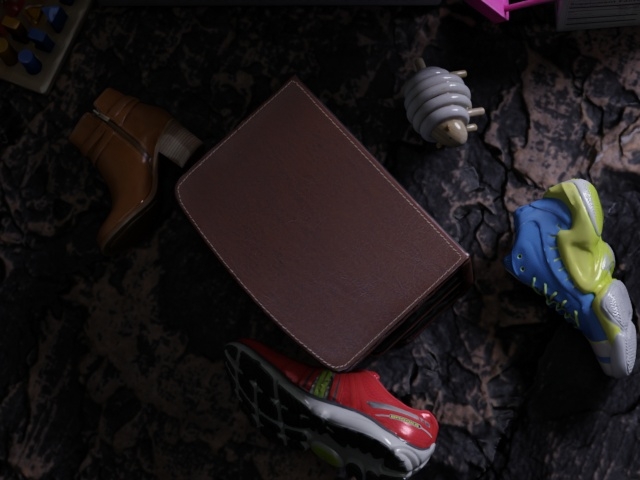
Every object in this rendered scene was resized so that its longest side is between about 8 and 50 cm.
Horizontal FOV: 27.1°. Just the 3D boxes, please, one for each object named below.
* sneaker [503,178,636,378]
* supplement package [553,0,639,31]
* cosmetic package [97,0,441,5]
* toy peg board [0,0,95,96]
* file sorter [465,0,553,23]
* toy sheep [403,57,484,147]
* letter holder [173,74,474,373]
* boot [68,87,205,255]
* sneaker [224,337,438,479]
[{"bbox_3d":[0.289,0.054,1.558,0.126,0.091,0.240,-16,74,21],"label":"sneaker"},{"bbox_3d":[0.383,-0.411,1.624,0.204,0.145,0.262,-4,76,6],"label":"supplement package"},{"bbox_3d":[-0.076,-0.405,1.633,0.453,0.230,0.162,1,75,6],"label":"cosmetic package"},{"bbox_3d":[-0.401,-0.295,1.717,0.160,0.079,0.161,21,79,11],"label":"toy peg board"},{"bbox_3d":[0.230,-0.427,1.480,0.182,0.202,0.291,-7,75,32],"label":"file sorter"},{"bbox_3d":[0.145,-0.169,1.623,0.091,0.091,0.132,-23,61,0],"label":"toy sheep"},{"bbox_3d":[0.000,0.000,1.561,0.214,0.152,0.302,-42,75,-3],"label":"letter holder"},{"bbox_3d":[-0.257,-0.088,1.654,0.152,0.073,0.197,32,69,12],"label":"boot"},{"bbox_3d":[0.012,0.188,1.547,0.279,0.107,0.118,28,44,24],"label":"sneaker"}]
